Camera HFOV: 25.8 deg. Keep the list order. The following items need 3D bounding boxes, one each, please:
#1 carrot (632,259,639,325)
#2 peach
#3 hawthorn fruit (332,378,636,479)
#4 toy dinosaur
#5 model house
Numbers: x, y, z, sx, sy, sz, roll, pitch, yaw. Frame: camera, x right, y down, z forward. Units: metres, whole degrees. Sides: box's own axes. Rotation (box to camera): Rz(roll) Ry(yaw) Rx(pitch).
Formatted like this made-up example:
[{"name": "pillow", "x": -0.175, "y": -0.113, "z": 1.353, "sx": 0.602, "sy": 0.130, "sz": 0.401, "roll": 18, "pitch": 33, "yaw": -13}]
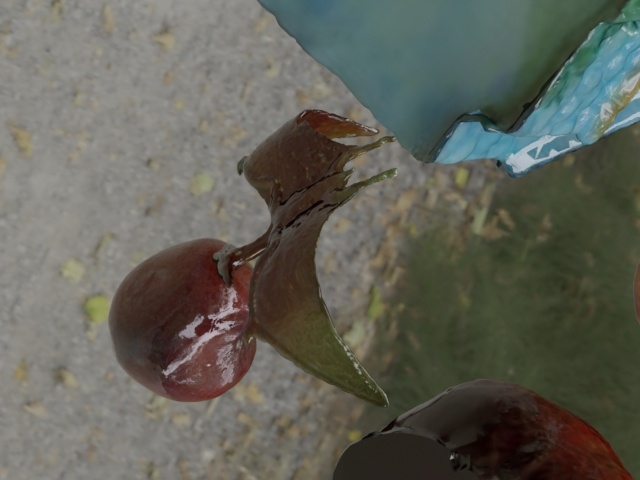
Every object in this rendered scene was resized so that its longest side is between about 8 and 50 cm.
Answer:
[{"name": "carrot", "x": 0.563, "y": 0.055, "z": 1.819, "sx": 0.254, "sy": 0.196, "sz": 0.196, "roll": -23, "pitch": 128, "yaw": -21}, {"name": "peach", "x": -0.124, "y": 0.084, "z": 1.317, "sx": 0.152, "sy": 0.152, "sz": 0.152, "roll": -29, "pitch": 129, "yaw": -42}, {"name": "hawthorn fruit", "x": 0.122, "y": 0.211, "z": 0.949, "sx": 0.215, "sy": 0.215, "sz": 0.249, "roll": -56, "pitch": 157, "yaw": -17}, {"name": "toy dinosaur", "x": 0.007, "y": -0.001, "z": 1.190, "sx": 0.113, "sy": 0.327, "sz": 0.206, "roll": 38, "pitch": 95, "yaw": -30}, {"name": "model house", "x": 0.116, "y": -0.174, "z": 0.749, "sx": 0.241, "sy": 0.261, "sz": 0.226, "roll": 4, "pitch": 129, "yaw": -54}]
